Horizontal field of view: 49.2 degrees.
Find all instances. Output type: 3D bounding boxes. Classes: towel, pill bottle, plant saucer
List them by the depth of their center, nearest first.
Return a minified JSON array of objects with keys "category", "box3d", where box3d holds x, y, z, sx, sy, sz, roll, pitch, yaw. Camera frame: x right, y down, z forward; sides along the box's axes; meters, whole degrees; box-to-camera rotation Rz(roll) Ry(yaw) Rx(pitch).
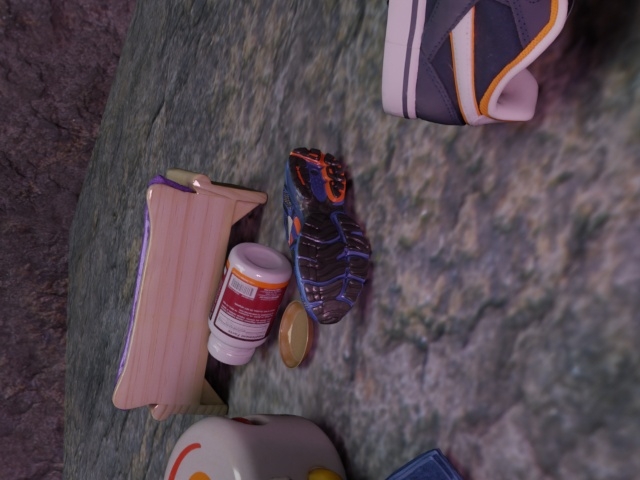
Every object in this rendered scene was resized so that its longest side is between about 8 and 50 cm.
[{"category":"towel","box3d":[0.094,0.215,0.534,0.119,0.067,0.029,46,163,58]},{"category":"plant saucer","box3d":[-0.028,0.116,0.856,0.083,0.015,0.084,-31,55,58]},{"category":"pill bottle","box3d":[-0.099,0.086,0.928,0.152,0.086,0.086,-68,30,25]}]

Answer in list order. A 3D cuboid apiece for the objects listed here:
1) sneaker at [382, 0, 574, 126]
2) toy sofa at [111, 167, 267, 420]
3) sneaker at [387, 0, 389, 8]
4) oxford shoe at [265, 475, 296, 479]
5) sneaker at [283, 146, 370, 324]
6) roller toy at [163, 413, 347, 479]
[{"category":"sneaker","box3d":[0.111,-0.212,0.456,0.321,0.127,0.126,83,-154,-51]},{"category":"toy sofa","box3d":[-0.215,0.075,1.062,0.150,0.177,0.363,20,101,62]},{"category":"sneaker","box3d":[0.094,-0.313,0.685,0.078,0.067,0.188,13,97,57]},{"category":"oxford shoe","box3d":[0.020,0.332,0.365,0.449,0.130,0.169,-93,-2,-47]},{"category":"sneaker","box3d":[0.000,0.000,0.787,0.087,0.083,0.221,110,160,-50]},{"category":"roller toy","box3d":[-0.065,0.279,0.738,0.191,0.146,0.209,52,123,44]}]
